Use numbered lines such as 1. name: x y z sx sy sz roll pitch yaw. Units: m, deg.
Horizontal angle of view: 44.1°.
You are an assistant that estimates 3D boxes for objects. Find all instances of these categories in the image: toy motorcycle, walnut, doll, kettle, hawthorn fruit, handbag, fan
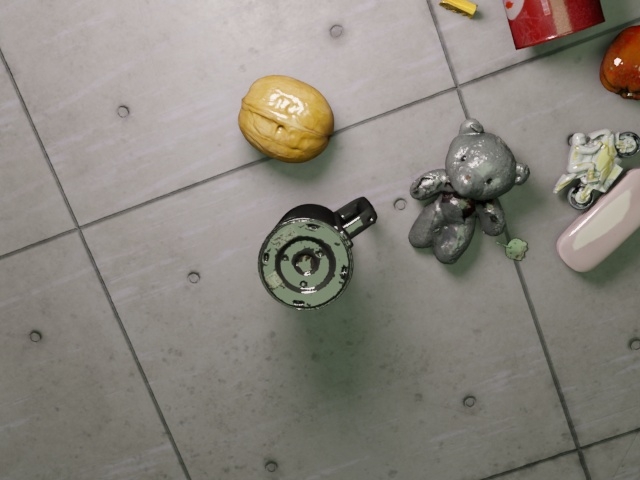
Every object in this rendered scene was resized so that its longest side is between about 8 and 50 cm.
1. toy motorcycle: 0.649 -0.188 1.891 0.151 0.074 0.228 40 101 -4
2. walnut: -0.078 -0.280 1.828 0.226 0.193 0.193 30 101 -5
3. doll: 0.338 -0.097 1.872 0.246 0.158 0.340 35 103 6
4. kettle: -0.014 -0.004 1.821 0.203 0.308 0.262 27 102 -4
5. hawthorn fruit: 0.730 -0.427 1.808 0.163 0.162 0.203 18 86 -3
6. handbag: 0.317 -0.543 1.828 0.083 0.061 0.027 21 97 -2
7. fan: 0.474 0.017 1.971 0.083 0.004 0.055 21 101 -2

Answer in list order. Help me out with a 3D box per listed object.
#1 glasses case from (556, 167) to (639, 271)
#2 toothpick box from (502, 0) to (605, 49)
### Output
1. glasses case: 0.702 -0.048 1.916 0.113 0.075 0.297 43 99 -6
2. toothpick box: 0.484 -0.611 1.739 0.204 0.204 0.333 -18 100 5
